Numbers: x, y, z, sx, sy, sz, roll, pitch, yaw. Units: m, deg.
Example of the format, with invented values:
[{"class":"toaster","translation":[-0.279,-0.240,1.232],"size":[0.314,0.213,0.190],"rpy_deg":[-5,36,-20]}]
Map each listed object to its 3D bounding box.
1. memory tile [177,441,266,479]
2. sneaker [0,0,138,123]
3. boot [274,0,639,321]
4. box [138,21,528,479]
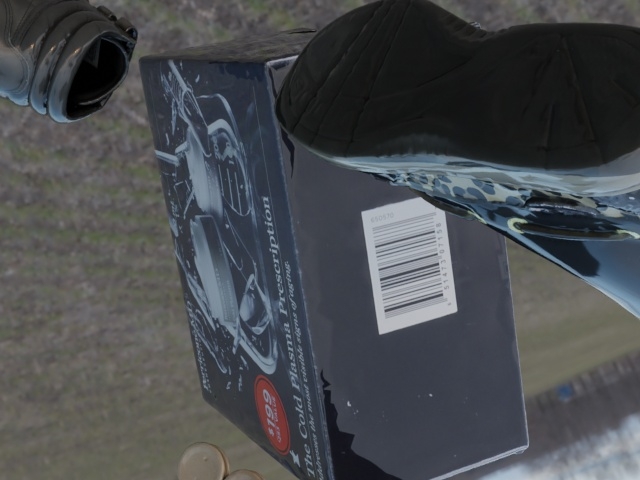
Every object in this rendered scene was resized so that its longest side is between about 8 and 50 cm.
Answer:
[{"class":"memory tile","translation":[-0.073,0.220,0.759],"size":[0.148,0.113,0.012],"rpy_deg":[-64,152,1]},{"class":"sneaker","translation":[-0.211,-0.180,0.942],"size":[0.296,0.147,0.104],"rpy_deg":[-69,-175,-59]},{"class":"boot","translation":[0.098,-0.025,0.524],"size":[0.178,0.085,0.236],"rpy_deg":[37,168,-37]},{"class":"box","translation":[0.000,0.000,0.970],"size":[0.179,0.343,0.312],"rpy_deg":[-14,-166,-22]}]
